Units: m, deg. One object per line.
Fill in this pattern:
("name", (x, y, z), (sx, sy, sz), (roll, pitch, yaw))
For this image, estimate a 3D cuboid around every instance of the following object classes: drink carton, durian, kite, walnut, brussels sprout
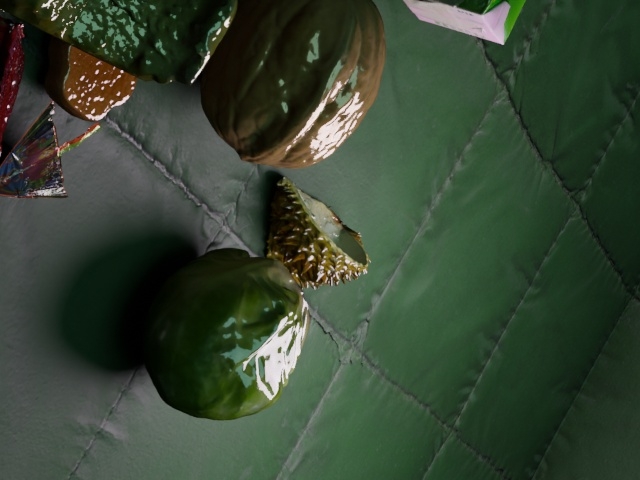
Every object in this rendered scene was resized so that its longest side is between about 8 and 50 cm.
("drink carton", (0.240, -0.439, 2.176), (0.271, 0.161, 0.108), (-64, 148, -7))
("durian", (0.000, 0.000, 2.177), (0.252, 0.144, 0.139), (23, 70, -53))
("kite", (-0.317, -0.092, 1.697), (0.159, 0.010, 0.190), (-28, 154, -21))
("walnut", (-0.035, -0.213, 1.879), (0.261, 0.225, 0.225), (-58, 149, 11))
("brussels sprout", (-0.127, 0.125, 1.984), (0.244, 0.244, 0.244), (-34, 136, -40))

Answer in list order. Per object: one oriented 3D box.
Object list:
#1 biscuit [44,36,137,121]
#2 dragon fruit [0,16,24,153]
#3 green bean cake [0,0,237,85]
("biscuit", (-0.212, -0.293, 1.718), (0.334, 0.047, 0.202), (-62, 147, -8))
("dragon fruit", (-0.370, -0.141, 1.485), (0.189, 0.163, 0.261), (-15, 167, -21))
("green bean cake", (-0.231, -0.255, 1.505), (0.236, 0.233, 0.124), (25, 91, -38))
